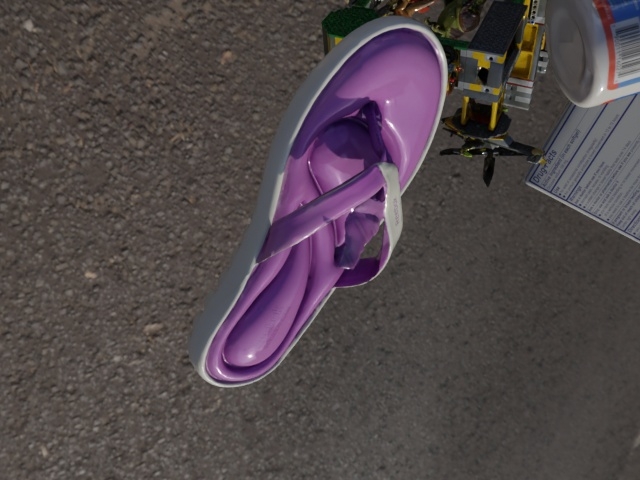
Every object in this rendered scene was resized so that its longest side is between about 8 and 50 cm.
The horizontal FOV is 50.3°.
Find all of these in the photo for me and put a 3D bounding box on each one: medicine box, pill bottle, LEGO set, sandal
[{"bbox_3d":[0.549,-0.163,1.167,0.149,0.289,0.263,-46,162,-52],"label":"medicine box"},{"bbox_3d":[0.341,-0.215,0.649,0.221,0.124,0.124,-16,132,1],"label":"pill bottle"},{"bbox_3d":[0.149,-0.211,0.797,0.192,0.255,0.331,83,23,-47],"label":"LEGO set"},{"bbox_3d":[0.012,0.000,0.640,0.169,0.102,0.416,2,127,-41],"label":"sandal"}]

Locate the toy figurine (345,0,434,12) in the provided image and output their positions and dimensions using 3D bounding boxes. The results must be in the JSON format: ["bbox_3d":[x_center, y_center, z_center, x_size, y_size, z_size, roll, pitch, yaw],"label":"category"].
[{"bbox_3d":[0.148,-0.573,1.461,0.209,0.148,0.213,-28,168,-6],"label":"toy figurine"}]
